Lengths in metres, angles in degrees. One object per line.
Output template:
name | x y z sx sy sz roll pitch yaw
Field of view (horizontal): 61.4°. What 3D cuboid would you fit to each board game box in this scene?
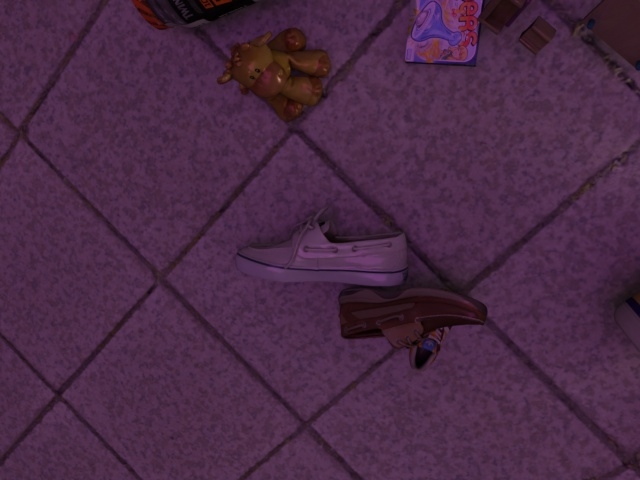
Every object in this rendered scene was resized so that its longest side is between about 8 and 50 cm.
board game box | 0.237 -0.435 1.010 0.136 0.035 0.201 7 104 13

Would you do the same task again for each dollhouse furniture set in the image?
dollhouse furniture set | 0.486 -0.420 0.883 0.303 0.198 0.286 37 146 -2

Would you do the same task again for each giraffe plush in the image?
giraffe plush | -0.104 -0.336 1.051 0.210 0.170 0.182 25 108 8

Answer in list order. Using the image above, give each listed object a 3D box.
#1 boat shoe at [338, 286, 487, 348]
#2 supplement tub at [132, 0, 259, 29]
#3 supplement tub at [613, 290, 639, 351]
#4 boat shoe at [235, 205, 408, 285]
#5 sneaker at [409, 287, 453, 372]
boat shoe | 0.174 0.161 1.075 0.324 0.123 0.117 -6 68 41
supplement tub | -0.202 -0.530 1.020 0.315 0.193 0.194 -15 98 18
supplement tub | 0.713 0.123 0.907 0.331 0.241 0.241 -42 90 19
boat shoe | 0.000 0.002 1.123 0.366 0.136 0.157 4 104 11
sneaker | 0.238 0.192 1.130 0.069 0.084 0.186 18 107 10
